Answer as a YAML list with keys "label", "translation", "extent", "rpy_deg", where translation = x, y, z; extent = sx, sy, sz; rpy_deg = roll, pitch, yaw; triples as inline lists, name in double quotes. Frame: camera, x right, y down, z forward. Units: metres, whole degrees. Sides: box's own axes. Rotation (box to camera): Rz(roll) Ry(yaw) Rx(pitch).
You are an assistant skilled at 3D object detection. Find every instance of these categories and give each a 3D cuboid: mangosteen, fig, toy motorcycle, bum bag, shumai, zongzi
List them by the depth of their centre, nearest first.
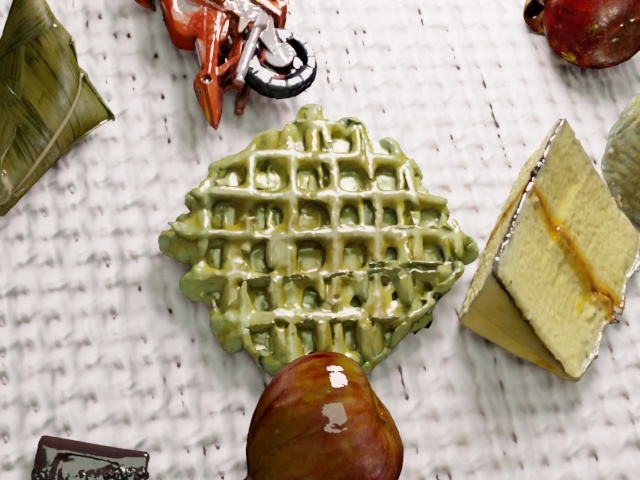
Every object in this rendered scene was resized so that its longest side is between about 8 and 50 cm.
- label: "bum bag"
  translation: [-0.226, 0.267, 0.903]
  extent: [0.109, 0.026, 0.159]
  rpy_deg: [12, 68, -5]
- label: "fig"
  translation: [-0.004, 0.200, 0.926]
  extent: [0.149, 0.202, 0.148]
  rpy_deg: [21, 43, -23]
- label: "zongzi"
  translation: [-0.323, -0.140, 0.979]
  extent: [0.094, 0.204, 0.205]
  rpy_deg: [27, 61, 22]
- label: "toy motorcycle"
  translation: [-0.124, -0.276, 1.149]
  extent: [0.171, 0.089, 0.298]
  rpy_deg: [-21, 71, -19]
- label: "shumai"
  translation: [0.439, -0.102, 1.183]
  extent: [0.142, 0.184, 0.184]
  rpy_deg: [-18, 66, -51]
- label: "mangosteen"
  translation: [0.345, -0.312, 1.232]
  extent: [0.156, 0.145, 0.181]
  rpy_deg: [-10, 67, -14]

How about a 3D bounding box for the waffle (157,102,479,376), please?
- label: "waffle"
  translation: [0.000, 0.000, 1.049]
  extent: [0.297, 0.073, 0.317]
  rpy_deg: [43, 64, 10]

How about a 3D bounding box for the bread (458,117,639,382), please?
- label: "bread"
  translation: [0.278, 0.015, 1.064]
  extent: [0.178, 0.135, 0.240]
  rpy_deg: [29, 60, 3]
